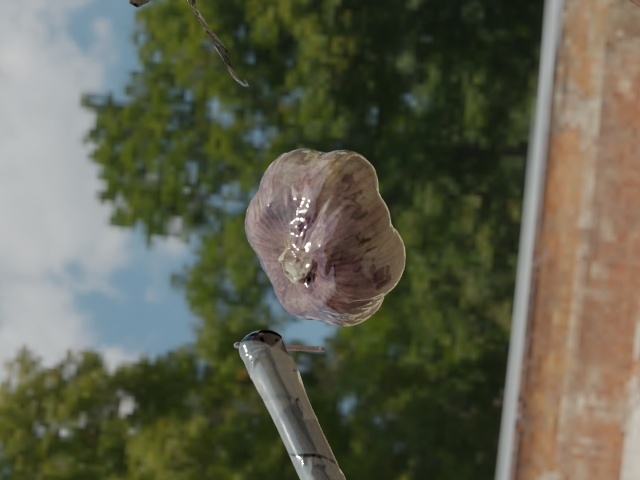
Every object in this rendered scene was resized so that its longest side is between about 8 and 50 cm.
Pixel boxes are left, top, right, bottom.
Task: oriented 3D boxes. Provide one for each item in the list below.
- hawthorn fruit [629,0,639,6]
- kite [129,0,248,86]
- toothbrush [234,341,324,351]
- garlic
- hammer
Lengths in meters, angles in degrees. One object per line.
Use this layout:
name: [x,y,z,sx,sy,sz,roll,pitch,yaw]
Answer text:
hawthorn fruit: [0.285,-0.307,1.180,0.369,0.284,0.285,-58,-31,-50]
kite: [-0.092,-0.170,1.221,0.157,0.011,0.139,58,-148,7]
toothbrush: [-0.043,0.112,1.888,0.008,0.097,0.006,117,155,-74]
garlic: [0.000,0.000,1.493,0.102,0.147,0.159,-32,-44,-39]
hammer: [0.041,0.255,1.308,0.152,0.044,0.427,10,-129,-57]
